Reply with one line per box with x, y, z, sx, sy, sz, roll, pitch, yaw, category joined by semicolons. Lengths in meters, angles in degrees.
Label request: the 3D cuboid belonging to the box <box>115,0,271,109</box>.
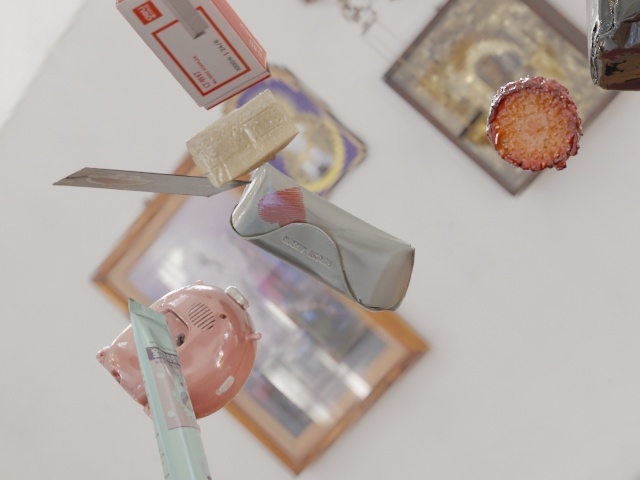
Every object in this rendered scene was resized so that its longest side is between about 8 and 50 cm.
-0.179;-0.296;2.025;0.123;0.229;0.050;-25;40;16;box

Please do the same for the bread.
-0.112;-0.117;1.796;0.152;0.077;0.105;-34;0;-29;bread

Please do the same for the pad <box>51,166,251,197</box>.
-0.240;-0.082;2.018;0.170;0.245;0.006;-14;74;62;pad

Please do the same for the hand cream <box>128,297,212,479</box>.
-0.184;0.229;1.762;0.058;0.331;0.085;-30;-29;20;hand cream

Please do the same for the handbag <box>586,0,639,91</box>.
0.424;-0.303;1.520;0.178;0.275;0.302;76;-163;-62;handbag

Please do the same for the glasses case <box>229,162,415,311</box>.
0.001;-0.002;2.192;0.083;0.308;0.128;-50;-13;-51;glasses case

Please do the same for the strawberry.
0.308;-0.169;2.040;0.145;0.145;0.086;-49;4;16;strawberry

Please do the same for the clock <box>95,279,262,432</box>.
-0.213;0.166;2.246;0.241;0.227;0.142;-46;-47;-5;clock
